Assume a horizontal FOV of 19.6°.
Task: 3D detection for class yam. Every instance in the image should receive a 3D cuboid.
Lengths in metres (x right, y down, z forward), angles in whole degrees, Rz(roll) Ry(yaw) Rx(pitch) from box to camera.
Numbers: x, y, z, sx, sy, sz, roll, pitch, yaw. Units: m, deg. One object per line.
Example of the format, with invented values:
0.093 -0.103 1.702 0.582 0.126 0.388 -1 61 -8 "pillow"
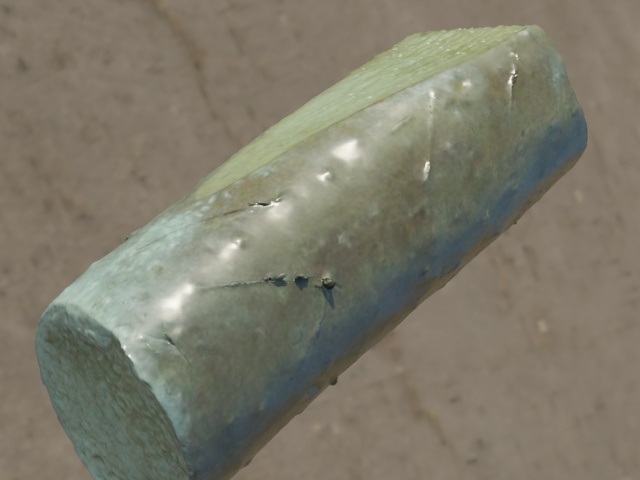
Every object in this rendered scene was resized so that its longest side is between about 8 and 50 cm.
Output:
0.000 0.000 0.504 0.169 0.068 0.068 -41 111 -29 "yam"
